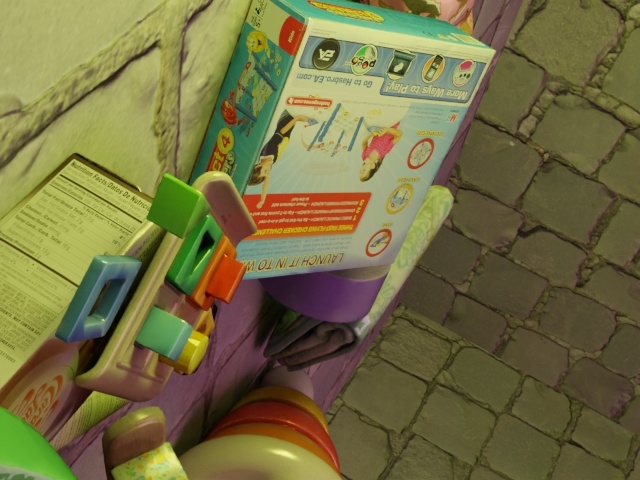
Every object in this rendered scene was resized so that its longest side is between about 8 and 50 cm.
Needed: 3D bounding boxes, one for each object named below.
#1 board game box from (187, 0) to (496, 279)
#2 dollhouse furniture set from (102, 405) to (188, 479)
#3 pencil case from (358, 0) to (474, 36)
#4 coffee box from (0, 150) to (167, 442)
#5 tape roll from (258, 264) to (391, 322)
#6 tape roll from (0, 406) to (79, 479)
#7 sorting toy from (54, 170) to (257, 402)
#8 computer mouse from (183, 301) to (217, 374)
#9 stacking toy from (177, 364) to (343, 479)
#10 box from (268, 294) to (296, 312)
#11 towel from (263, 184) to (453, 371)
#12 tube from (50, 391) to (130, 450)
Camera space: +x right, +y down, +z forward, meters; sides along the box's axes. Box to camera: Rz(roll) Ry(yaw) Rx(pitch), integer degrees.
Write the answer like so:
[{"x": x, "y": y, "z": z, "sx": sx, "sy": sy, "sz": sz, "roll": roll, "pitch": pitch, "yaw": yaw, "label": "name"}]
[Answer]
[{"x": 0.016, "y": -0.109, "z": 1.011, "sx": 0.308, "sy": 0.086, "sz": 0.301, "roll": -3, "pitch": 126, "yaw": -45, "label": "board game box"}, {"x": -0.230, "y": 0.366, "z": 0.781, "sx": 0.394, "sy": 0.362, "sz": 0.256, "roll": -21, "pitch": 152, "yaw": -23, "label": "dollhouse furniture set"}, {"x": 0.149, "y": -0.392, "z": 1.041, "sx": 0.386, "sy": 0.167, "sz": 0.160, "roll": 106, "pitch": -17, "yaw": -48, "label": "pencil case"}, {"x": -0.223, "y": 0.071, "z": 0.686, "sx": 0.246, "sy": 0.098, "sz": 0.141, "roll": -53, "pitch": 166, "yaw": -35, "label": "coffee box"}, {"x": 0.004, "y": 0.033, "z": 1.335, "sx": 0.189, "sy": 0.189, "sz": 0.080, "roll": -41, "pitch": 156, "yaw": -59, "label": "tape roll"}, {"x": -0.262, "y": 0.233, "z": 0.478, "sx": 0.321, "sy": 0.077, "sz": 0.321, "roll": -21, "pitch": 126, "yaw": -32, "label": "tape roll"}, {"x": -0.111, "y": 0.053, "z": 0.757, "sx": 0.196, "sy": 0.047, "sz": 0.347, "roll": -59, "pitch": 170, "yaw": -10, "label": "sorting toy"}, {"x": -0.151, "y": 0.067, "z": 1.157, "sx": 0.071, "sy": 0.041, "sz": 0.242, "roll": -53, "pitch": 162, "yaw": -71, "label": "computer mouse"}, {"x": -0.089, "y": 0.400, "z": 1.710, "sx": 0.480, "sy": 0.351, "sz": 0.350, "roll": -75, "pitch": -172, "yaw": -66, "label": "stacking toy"}, {"x": 0.000, "y": 0.000, "z": 1.558, "sx": 0.244, "sy": 0.060, "sz": 0.100, "roll": -55, "pitch": 167, "yaw": -27, "label": "box"}, {"x": 0.054, "y": 0.071, "z": 1.602, "sx": 0.320, "sy": 0.090, "sz": 0.374, "roll": -55, "pitch": -169, "yaw": -27, "label": "towel"}, {"x": -0.236, "y": 0.160, "z": 0.965, "sx": 0.240, "sy": 0.062, "sz": 0.070, "roll": -36, "pitch": 112, "yaw": -54, "label": "tube"}]
